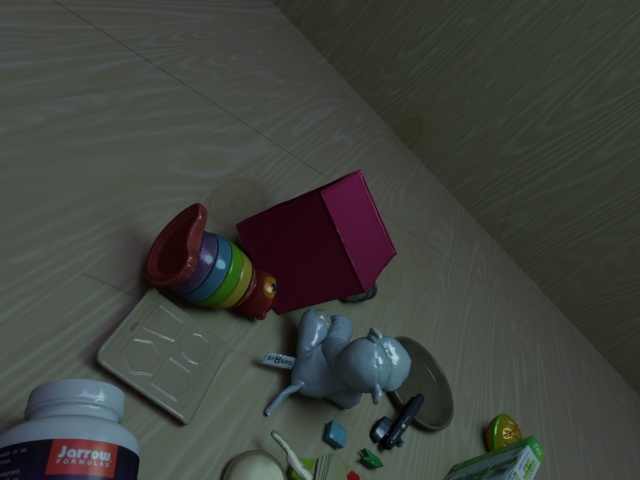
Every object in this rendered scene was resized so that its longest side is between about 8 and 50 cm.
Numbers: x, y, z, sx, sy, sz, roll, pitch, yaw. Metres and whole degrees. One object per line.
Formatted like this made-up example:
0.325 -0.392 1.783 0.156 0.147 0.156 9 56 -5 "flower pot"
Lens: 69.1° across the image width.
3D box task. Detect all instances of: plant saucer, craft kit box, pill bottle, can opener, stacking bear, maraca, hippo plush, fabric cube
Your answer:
0.276 0.409 1.335 0.278 0.041 0.277 30 37 -26 "plant saucer"
0.378 0.570 1.090 0.247 0.250 0.061 -13 66 -53 "craft kit box"
-0.321 0.344 0.557 0.182 0.181 0.322 24 40 -34 "pill bottle"
0.204 0.446 1.155 0.186 0.059 0.073 -32 86 -37 "can opener"
-0.208 0.078 1.003 0.289 0.164 0.175 36 45 -39 "stacking bear"
0.552 0.618 1.396 0.127 0.099 0.185 19 69 -35 "maraca"
0.059 0.245 1.022 0.294 0.237 0.234 16 60 -42 "hippo plush"
0.000 0.000 1.173 0.259 0.258 0.254 -37 104 -58 "fabric cube"

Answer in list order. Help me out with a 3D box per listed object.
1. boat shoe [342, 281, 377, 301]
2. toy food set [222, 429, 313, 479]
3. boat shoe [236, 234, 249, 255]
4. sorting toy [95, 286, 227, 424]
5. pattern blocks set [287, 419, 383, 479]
0.085 0.034 1.447 0.130 0.132 0.355 24 47 -48 "boat shoe"
-0.116 0.446 0.831 0.132 0.038 0.192 48 46 13 "toy food set"
-0.153 0.033 1.211 0.152 0.049 0.056 45 31 -7 "boat shoe"
-0.289 0.214 0.876 0.208 0.038 0.193 45 32 -15 "sorting toy"
0.044 0.542 0.928 0.285 0.026 0.325 46 32 -4 "pattern blocks set"
